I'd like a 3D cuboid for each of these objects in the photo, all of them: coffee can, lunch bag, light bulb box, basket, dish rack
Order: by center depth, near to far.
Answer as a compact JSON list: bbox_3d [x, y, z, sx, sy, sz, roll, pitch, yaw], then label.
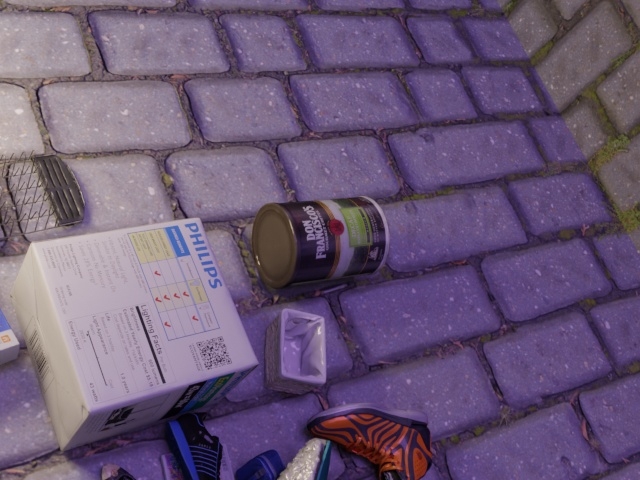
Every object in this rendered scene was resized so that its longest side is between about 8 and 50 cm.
[{"bbox_3d":[-0.376,0.177,1.715,0.360,0.225,0.358,-10,67,-36],"label":"light bulb box"},{"bbox_3d":[-0.128,0.481,1.762,0.065,0.098,0.067,-9,63,-55],"label":"lunch bag"},{"bbox_3d":[-0.643,-0.104,1.831,0.271,0.074,0.208,-14,71,-37],"label":"dish rack"},{"bbox_3d":[-0.059,0.256,1.938,0.113,0.103,0.167,15,56,-23],"label":"basket"},{"bbox_3d":[0.000,0.000,2.068,0.275,0.201,0.202,-7,65,-34],"label":"coffee can"}]

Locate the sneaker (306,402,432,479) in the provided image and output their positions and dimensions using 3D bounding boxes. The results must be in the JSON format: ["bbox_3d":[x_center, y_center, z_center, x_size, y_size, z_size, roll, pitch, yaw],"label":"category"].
[{"bbox_3d":[0.125,0.466,1.903,0.321,0.124,0.180,9,56,-26],"label":"sneaker"}]

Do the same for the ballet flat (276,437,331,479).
[{"bbox_3d":[-0.070,0.563,1.654,0.146,0.147,0.409,23,54,-17],"label":"ballet flat"}]

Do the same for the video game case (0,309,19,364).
[{"bbox_3d":[-0.737,0.144,1.600,0.244,0.061,0.270,-20,64,-39],"label":"video game case"}]

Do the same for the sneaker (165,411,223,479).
[{"bbox_3d":[-0.228,0.451,1.702,0.090,0.081,0.232,-15,69,-28],"label":"sneaker"}]

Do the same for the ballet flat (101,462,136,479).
[{"bbox_3d":[-0.355,0.494,1.645,0.173,0.049,0.057,47,48,3],"label":"ballet flat"}]

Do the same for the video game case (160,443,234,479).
[{"bbox_3d":[-0.240,0.500,1.732,0.143,0.019,0.157,-3,64,-32],"label":"video game case"}]
